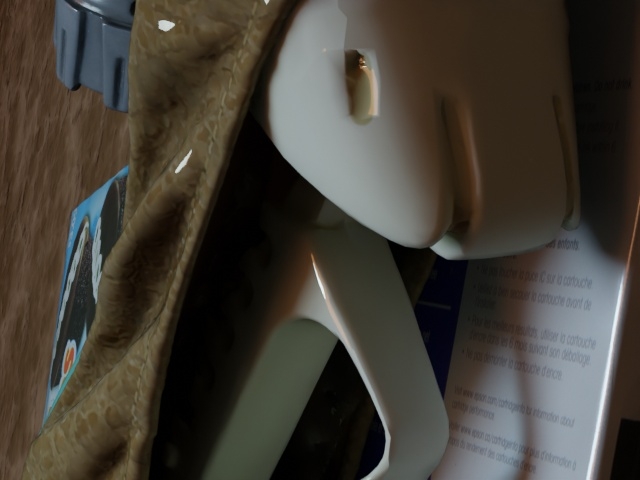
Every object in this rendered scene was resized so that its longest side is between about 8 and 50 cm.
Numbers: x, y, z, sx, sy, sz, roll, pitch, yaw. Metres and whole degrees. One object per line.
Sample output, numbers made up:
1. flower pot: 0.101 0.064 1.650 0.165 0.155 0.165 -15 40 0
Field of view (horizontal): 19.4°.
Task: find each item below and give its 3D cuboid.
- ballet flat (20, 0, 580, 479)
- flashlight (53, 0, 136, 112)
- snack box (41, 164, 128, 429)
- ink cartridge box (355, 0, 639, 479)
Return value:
1. ballet flat: 0.000 0.000 0.494 0.124 0.116 0.342 50 130 40
2. flashlight: -0.080 -0.206 0.968 0.103 0.103 0.304 -101 16 -51
3. snack box: -0.099 0.125 0.940 0.187 0.060 0.322 153 126 -67
4. ink cartridge box: 0.063 0.049 0.522 0.165 0.065 0.332 -171 90 -71
